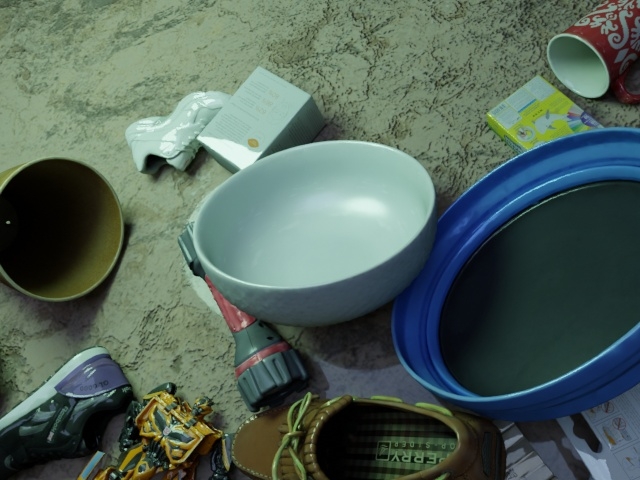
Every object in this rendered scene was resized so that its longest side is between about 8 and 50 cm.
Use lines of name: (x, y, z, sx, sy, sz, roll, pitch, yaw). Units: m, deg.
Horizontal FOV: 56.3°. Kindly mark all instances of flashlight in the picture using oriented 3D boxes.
flashlight: (-0.127, 0.102, 0.904, 0.103, 0.103, 0.304, -48, 62, 34)

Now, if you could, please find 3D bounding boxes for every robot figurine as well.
robot figurine: (-0.250, 0.350, 0.858, 0.211, 0.085, 0.291, 29, 80, 25)

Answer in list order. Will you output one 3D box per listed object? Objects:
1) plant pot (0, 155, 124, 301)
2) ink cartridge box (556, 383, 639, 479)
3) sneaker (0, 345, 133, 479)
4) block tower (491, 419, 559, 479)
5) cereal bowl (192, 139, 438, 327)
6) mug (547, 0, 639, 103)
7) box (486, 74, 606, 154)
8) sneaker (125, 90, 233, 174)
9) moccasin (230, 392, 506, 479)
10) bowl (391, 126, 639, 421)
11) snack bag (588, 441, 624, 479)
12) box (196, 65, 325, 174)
plant pot: (-0.520, -0.026, 1.043, 0.255, 0.237, 0.237, 5, 70, 35)
ink cartridge box: (0.361, 0.192, 0.680, 0.179, 0.045, 0.145, -26, 55, 1)
sneaker: (-0.417, 0.303, 0.926, 0.283, 0.107, 0.124, -44, 68, -3)
block tower: (0.286, 0.366, 0.671, 0.091, 0.097, 0.335, -36, 60, 2)
cereal bowl: (0.000, 0.000, 0.857, 0.339, 0.141, 0.338, -9, 39, 7)
mug: (0.451, -0.297, 0.897, 0.169, 0.150, 0.113, -41, 26, -6)
box: (0.348, -0.157, 0.892, 0.105, 0.043, 0.179, -37, 60, 1)
sneaker: (-0.241, -0.184, 1.084, 0.232, 0.090, 0.115, -23, 70, 18)
moccasin: (0.024, 0.254, 0.730, 0.380, 0.147, 0.139, -7, 57, 42)
bowl: (0.258, 0.034, 0.707, 0.391, 0.077, 0.391, -39, 24, 21)
snack bag: (0.426, 0.351, 0.592, 0.343, 0.037, 0.323, 26, 54, 17)
box: (-0.100, -0.187, 1.025, 0.130, 0.091, 0.170, 36, 83, 27)
